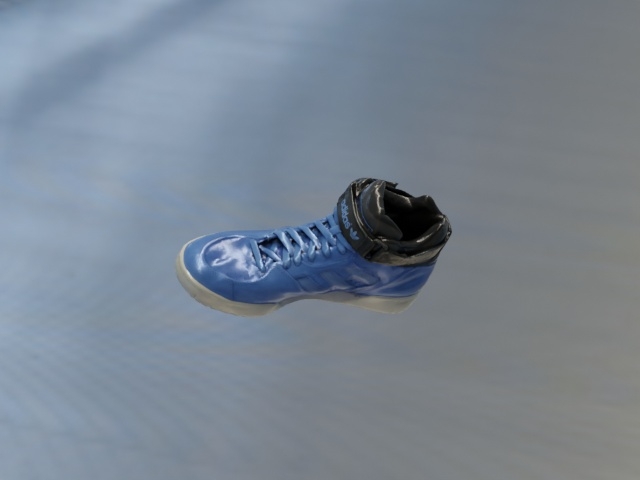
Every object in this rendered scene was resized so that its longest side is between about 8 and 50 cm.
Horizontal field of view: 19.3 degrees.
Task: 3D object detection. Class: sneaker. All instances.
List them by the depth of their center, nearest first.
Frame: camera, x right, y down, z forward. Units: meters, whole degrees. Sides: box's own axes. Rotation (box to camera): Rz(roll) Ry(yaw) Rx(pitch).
[{"bbox_3d":[0.000,-0.001,1.042,0.152,0.084,0.058,5,49,-24],"label":"sneaker"}]
